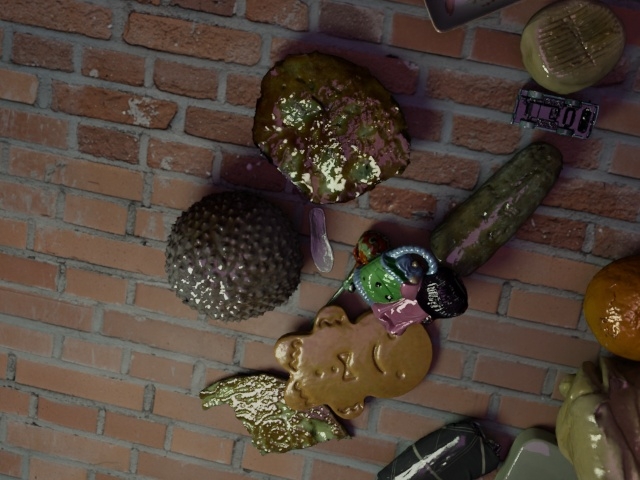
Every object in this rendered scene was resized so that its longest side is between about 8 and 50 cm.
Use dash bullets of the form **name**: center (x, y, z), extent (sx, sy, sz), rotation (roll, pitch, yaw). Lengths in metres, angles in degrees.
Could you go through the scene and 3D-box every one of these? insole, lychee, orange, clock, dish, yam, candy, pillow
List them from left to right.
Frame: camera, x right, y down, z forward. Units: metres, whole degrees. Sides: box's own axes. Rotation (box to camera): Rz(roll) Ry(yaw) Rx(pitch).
- **lychee**: center (-0.181, 0.036, 1.606), extent (0.300, 0.300, 0.300), rotation (2, 102, 8)
- **insole**: center (0.000, 0.000, 1.709), extent (0.053, 0.002, 0.153), rotation (-4, 102, 9)
- **candy**: center (0.058, 0.095, 1.692), extent (0.078, 0.084, 0.288), rotation (35, 112, -6)
- **clock**: center (0.189, 0.098, 1.566), extent (0.195, 0.100, 0.194), rotation (-22, 112, 36)
- **pillow**: center (0.257, 0.538, 1.745), extent (0.335, 0.092, 0.161), rotation (-39, 98, 15)
- **dish**: center (0.308, -0.520, 1.516), extent (0.212, 0.077, 0.151), rotation (-20, 100, 11)
- **yam**: center (0.371, -0.073, 1.583), extent (0.133, 0.133, 0.330), rotation (42, 100, -2)
- **orange**: center (0.653, 0.138, 1.552), extent (0.219, 0.193, 0.219), rotation (0, 89, -14)

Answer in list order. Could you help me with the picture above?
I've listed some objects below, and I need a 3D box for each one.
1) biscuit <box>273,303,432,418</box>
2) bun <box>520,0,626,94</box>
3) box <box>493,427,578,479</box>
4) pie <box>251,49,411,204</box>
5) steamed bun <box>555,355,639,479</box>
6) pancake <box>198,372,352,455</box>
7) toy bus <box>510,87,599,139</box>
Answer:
- **biscuit**: center (0.077, 0.270, 1.703), extent (0.355, 0.052, 0.275), rotation (-9, 103, 0)
- **bun**: center (0.494, -0.388, 1.497), extent (0.193, 0.128, 0.178), rotation (-28, 97, 1)
- **box**: center (0.557, 0.651, 1.731), extent (0.367, 0.090, 0.373), rotation (24, 105, 3)
- **pie**: center (0.022, -0.238, 1.604), extent (0.354, 0.103, 0.288), rotation (43, 105, 2)
- **steamed bun**: center (0.645, 0.410, 1.580), extent (0.372, 0.230, 0.325), rotation (11, 69, -21)
- **pancake**: center (-0.105, 0.415, 1.791), extent (0.376, 0.054, 0.197), rotation (22, 98, 4)
- **toy bus**: center (0.475, -0.259, 1.542), extent (0.160, 0.092, 0.079), rotation (14, 106, 11)
